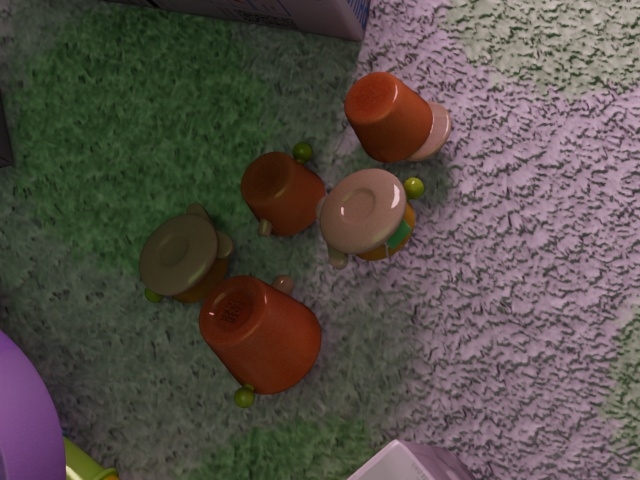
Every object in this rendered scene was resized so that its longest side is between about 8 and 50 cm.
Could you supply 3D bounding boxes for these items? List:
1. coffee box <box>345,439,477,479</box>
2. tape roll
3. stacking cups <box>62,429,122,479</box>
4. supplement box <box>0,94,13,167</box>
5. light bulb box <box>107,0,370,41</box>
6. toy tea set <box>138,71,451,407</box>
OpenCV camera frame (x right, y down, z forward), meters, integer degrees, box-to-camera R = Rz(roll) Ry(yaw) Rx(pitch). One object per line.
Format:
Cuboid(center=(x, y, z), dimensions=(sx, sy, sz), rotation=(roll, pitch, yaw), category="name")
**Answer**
Cuboid(center=(0.067, 0.399, 1.443), dimensions=(0.334, 0.338, 0.338), rotation=(-41, 78, 3), category="coffee box")
Cuboid(center=(-0.369, 0.198, 1.599), dimensions=(0.274, 0.090, 0.275), rotation=(6, 102, 28), category="tape roll")
Cuboid(center=(-0.288, 0.194, 1.663), dimensions=(0.316, 0.096, 0.096), rotation=(38, 90, 16), category="stacking cups")
Cuboid(center=(-0.436, -0.113, 1.725), dimensions=(0.239, 0.073, 0.130), rotation=(-14, 81, 8), category="supplement box")
Cuboid(center=(-0.136, -0.344, 1.561), dimensions=(0.361, 0.358, 0.225), rotation=(10, 86, 9), category="light bulb box")
Cuboid(center=(0.000, 0.000, 1.640), dimensions=(0.336, 0.124, 0.200), rotation=(-38, 49, 6), category="toy tea set")
